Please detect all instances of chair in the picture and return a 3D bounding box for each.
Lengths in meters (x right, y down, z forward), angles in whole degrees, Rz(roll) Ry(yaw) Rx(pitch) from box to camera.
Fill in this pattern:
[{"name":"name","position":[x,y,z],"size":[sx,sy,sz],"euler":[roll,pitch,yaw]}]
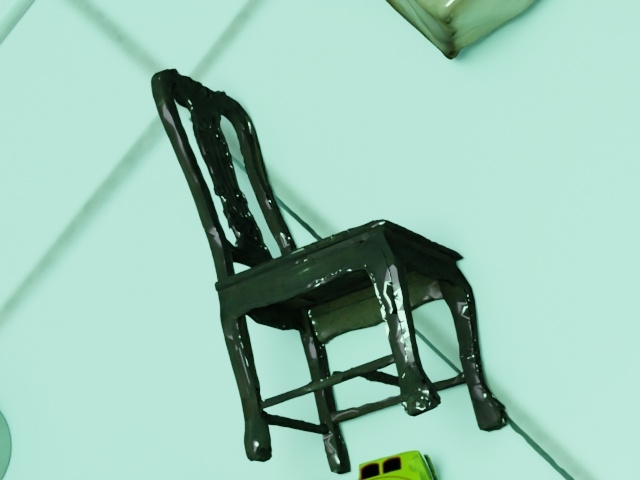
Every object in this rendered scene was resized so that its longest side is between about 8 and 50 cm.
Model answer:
[{"name":"chair","position":[0.000,0.000,0.983],"size":[0.113,0.106,0.229],"euler":[-21,71,21]}]

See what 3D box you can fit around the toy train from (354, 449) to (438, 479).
[{"name":"toy train","position":[-0.059,0.170,0.966],"size":[0.249,0.053,0.085],"euler":[-15,31,9]}]

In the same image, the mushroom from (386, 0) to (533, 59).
[{"name":"mushroom","position":[0.036,-0.235,0.987],"size":[0.173,0.162,0.236],"euler":[-49,65,10]}]

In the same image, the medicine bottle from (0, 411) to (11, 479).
[{"name":"medicine bottle","position":[-0.235,0.110,1.056],"size":[0.080,0.130,0.080],"euler":[-5,77,23]}]
